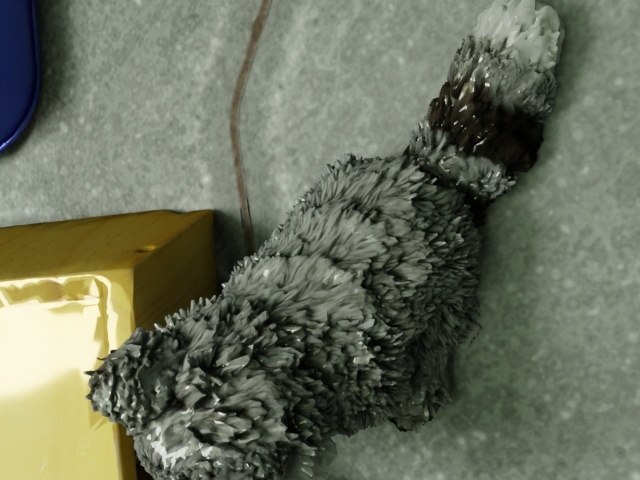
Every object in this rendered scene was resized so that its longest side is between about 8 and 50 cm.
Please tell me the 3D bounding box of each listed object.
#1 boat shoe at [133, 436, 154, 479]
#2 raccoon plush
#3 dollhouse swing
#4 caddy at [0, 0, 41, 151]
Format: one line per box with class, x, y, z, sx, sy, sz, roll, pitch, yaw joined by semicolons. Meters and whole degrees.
boat shoe;-0.209;0.214;0.792;0.285;0.104;0.089;15;104;45
raccoon plush;0.000;0.000;0.572;0.216;0.299;0.447;22;106;25
dollhouse swing;-0.281;0.159;0.738;0.346;0.315;0.305;-7;104;11
caddy;-0.463;-0.256;0.872;0.241;0.179;0.342;-1;96;7
